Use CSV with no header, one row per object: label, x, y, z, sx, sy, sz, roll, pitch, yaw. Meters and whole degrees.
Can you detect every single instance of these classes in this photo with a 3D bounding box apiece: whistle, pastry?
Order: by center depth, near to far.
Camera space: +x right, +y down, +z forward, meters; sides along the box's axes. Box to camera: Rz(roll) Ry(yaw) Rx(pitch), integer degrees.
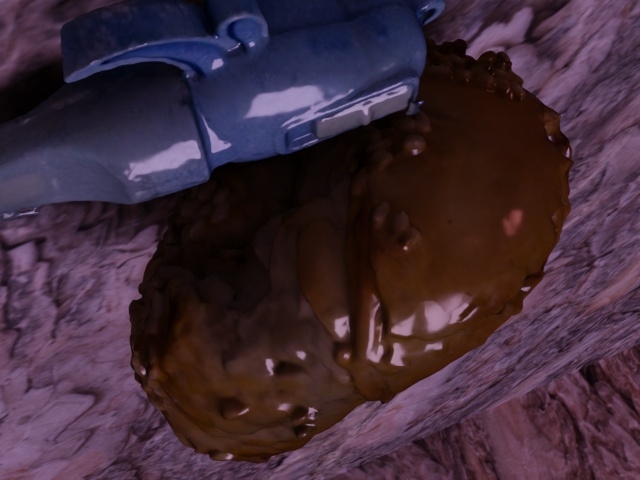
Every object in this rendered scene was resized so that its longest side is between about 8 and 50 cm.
whistle,-0.058,-0.078,0.811,0.269,0.093,0.180,-19,163,-8
pastry,0.000,0.000,0.934,0.311,0.162,0.255,-33,-161,32
